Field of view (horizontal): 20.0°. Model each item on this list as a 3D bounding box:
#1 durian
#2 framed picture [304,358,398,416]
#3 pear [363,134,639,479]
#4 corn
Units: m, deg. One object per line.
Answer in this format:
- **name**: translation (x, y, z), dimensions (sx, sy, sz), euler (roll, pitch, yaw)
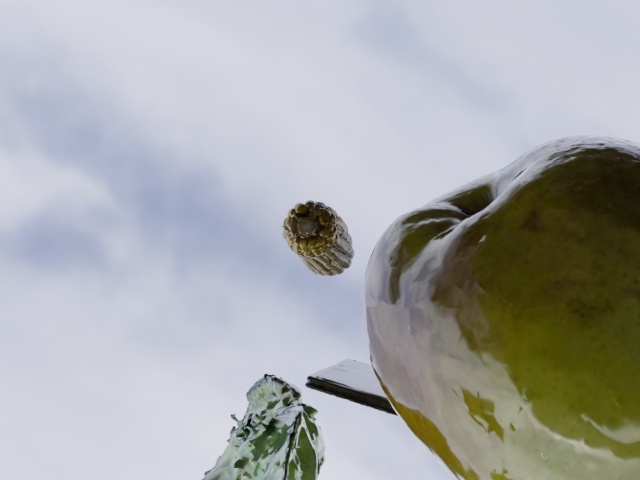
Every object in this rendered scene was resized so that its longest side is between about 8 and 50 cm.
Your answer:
- **durian**: translation (-0.064, 0.184, 1.081), dimensions (0.163, 0.198, 0.394), euler (-5, -173, -2)
- **framed picture**: translation (0.084, 0.104, 1.099), dimensions (0.173, 0.010, 0.231), euler (17, -179, 8)
- **pear**: translation (0.120, 0.045, 0.827), dimensions (0.200, 0.200, 0.200), euler (9, -144, -6)
- **corn**: translation (0.000, 0.000, 1.087), dimensions (0.037, 0.092, 0.037), euler (-2, -106, 8)
